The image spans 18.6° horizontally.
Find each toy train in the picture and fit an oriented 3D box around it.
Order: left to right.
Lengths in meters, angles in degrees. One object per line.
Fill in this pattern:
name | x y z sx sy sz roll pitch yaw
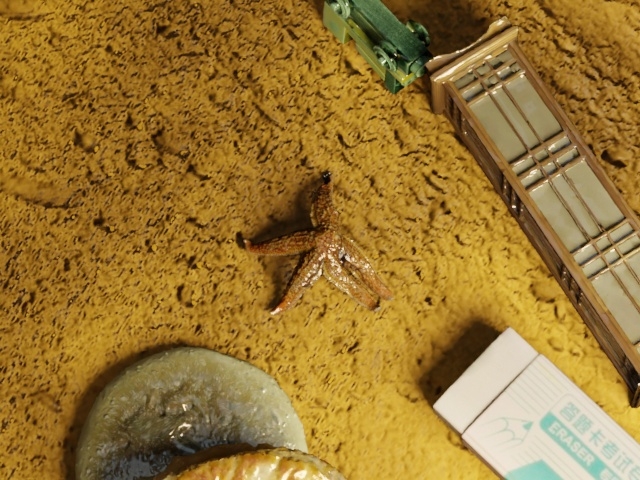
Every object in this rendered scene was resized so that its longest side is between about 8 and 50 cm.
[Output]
toy train | 0.046 -0.177 1.662 0.050 0.081 0.122 -37 75 -17

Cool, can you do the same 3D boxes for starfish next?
starfish | -0.002 -0.002 1.637 0.133 0.041 0.130 3 73 5

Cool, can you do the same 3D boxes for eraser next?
eraser | 0.202 0.179 1.562 0.225 0.052 0.095 43 84 14

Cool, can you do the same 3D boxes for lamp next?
lamp | 0.206 -0.024 1.602 0.090 0.089 0.325 -32 75 -4

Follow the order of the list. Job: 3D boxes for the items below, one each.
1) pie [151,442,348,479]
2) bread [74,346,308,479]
pie | -0.057 0.250 1.544 0.205 0.084 0.179 -6 89 -1
bread | -0.113 0.140 1.609 0.193 0.036 0.112 -10 72 1
